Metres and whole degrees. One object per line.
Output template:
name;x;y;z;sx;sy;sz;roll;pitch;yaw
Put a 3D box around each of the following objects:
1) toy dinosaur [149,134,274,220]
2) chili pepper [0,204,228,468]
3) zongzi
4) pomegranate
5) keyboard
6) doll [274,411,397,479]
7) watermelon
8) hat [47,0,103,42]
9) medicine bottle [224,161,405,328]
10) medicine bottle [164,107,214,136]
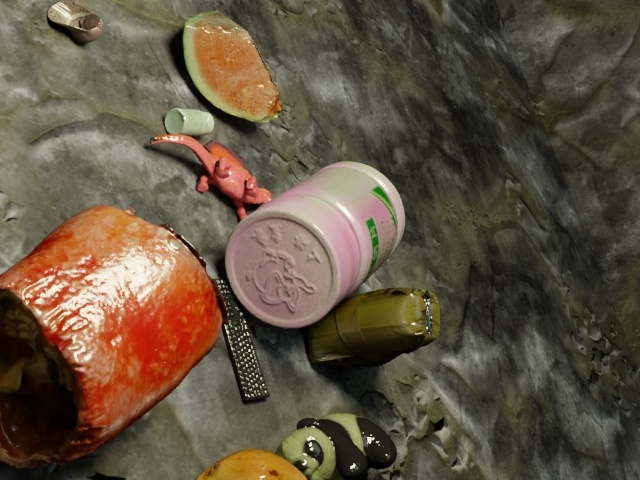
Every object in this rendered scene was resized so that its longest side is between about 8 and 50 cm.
toy dinosaur;-0.177;-0.139;1.855;0.286;0.070;0.139;36;31;-34
chili pepper;-0.287;0.110;1.348;0.305;0.229;0.251;-46;124;-58
zongzi;0.145;0.158;1.934;0.289;0.260;0.123;13;66;-51
pomegranate;-0.096;0.382;1.482;0.191;0.191;0.191;35;42;-40
keyboard;-0.131;0.157;1.750;0.061;0.013;0.204;3;66;-57
doll;0.014;0.349;1.730;0.135;0.143;0.234;48;27;20
watermelon;-0.169;-0.315;1.958;0.231;0.128;0.146;63;0;-26
hat;-0.383;-0.337;1.698;0.087;0.042;0.058;12;48;-13
medicine bottle;0.000;0.000;1.858;0.212;0.212;0.325;62;28;-5
medicine bottle;-0.220;-0.198;1.830;0.083;0.047;0.047;-8;76;-58
